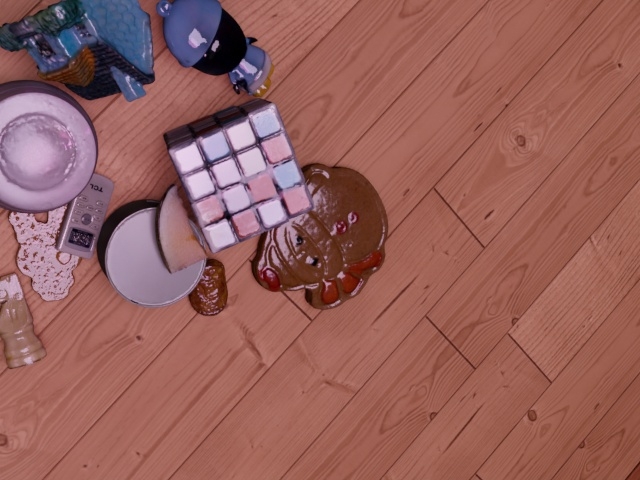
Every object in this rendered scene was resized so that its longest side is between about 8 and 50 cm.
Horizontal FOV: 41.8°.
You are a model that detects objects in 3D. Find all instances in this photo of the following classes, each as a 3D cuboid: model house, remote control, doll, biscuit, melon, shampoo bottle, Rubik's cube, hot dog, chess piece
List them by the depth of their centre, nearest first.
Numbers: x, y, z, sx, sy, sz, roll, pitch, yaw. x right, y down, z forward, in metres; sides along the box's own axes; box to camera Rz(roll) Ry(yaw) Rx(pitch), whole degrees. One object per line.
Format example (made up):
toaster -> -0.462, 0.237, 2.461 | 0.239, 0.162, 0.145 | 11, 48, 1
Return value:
model house -> -0.489, -0.375, 1.711 | 0.226, 0.261, 0.241 | -46, 120, -40
shampoo bottle -> -0.593, -0.189, 1.712 | 0.272, 0.266, 0.273 | -4, 102, -22
melon -> -0.319, -0.024, 1.819 | 0.098, 0.054, 0.182 | -28, 110, -21
chess piece -> -0.682, 0.177, 1.863 | 0.090, 0.090, 0.201 | -19, 97, -18
remote control -> -0.525, -0.058, 1.876 | 0.087, 0.029, 0.190 | 22, 82, -40
biscuit -> -0.610, 0.020, 1.876 | 0.143, 0.040, 0.237 | -9, 105, -17
Rubik's cube -> -0.187, -0.156, 1.879 | 0.253, 0.259, 0.256 | -23, 108, -7
doll -> -0.238, -0.439, 1.881 | 0.314, 0.141, 0.177 | 33, 56, -36
hot dog -> -0.270, 0.111, 2.024 | 0.099, 0.065, 0.147 | -16, 118, -20
biscuit -> 0.000, 0.000, 2.119 | 0.381, 0.074, 0.359 | -38, 111, -15

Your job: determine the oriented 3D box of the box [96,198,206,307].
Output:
box -> -0.387, 0.025, 1.908 | 0.226, 0.149, 0.226 | -5, 103, -22
